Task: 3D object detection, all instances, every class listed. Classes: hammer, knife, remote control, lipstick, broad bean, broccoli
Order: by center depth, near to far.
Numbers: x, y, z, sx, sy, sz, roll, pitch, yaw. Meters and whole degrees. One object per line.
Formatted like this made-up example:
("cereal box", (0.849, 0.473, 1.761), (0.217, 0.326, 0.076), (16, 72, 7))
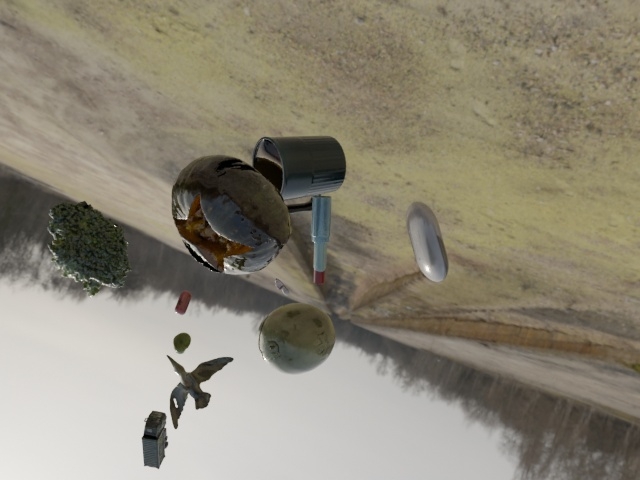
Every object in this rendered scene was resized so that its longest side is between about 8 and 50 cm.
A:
("lipstick", (0.000, 0.000, 1.477), (0.061, 0.273, 0.068), (1, -170, -6))
("broccoli", (-0.745, 0.034, 1.490), (0.246, 0.288, 0.248), (-28, 164, 34))
("hammer", (-0.459, 0.209, 1.592), (0.043, 0.083, 0.043), (8, 147, 5))
("broad bean", (-0.508, 0.374, 1.738), (0.063, 0.083, 0.045), (17, 140, -7))
("remote control", (0.421, 0.005, 1.886), (0.104, 0.331, 0.221), (-16, -174, -9))
("knife", (-0.181, 0.217, 2.206), (0.018, 0.035, 0.247), (58, 176, 24))

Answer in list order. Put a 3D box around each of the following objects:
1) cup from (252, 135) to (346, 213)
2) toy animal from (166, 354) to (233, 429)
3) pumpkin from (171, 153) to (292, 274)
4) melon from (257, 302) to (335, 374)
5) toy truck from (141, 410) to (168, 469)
("cup", (-0.074, -0.252, 1.826), (0.292, 0.307, 0.242), (-13, -169, -33))
("toy animal", (-0.329, 0.344, 1.191), (0.155, 0.219, 0.095), (49, 165, -7))
("pumpkin", (-0.221, -0.060, 1.153), (0.321, 0.192, 0.320), (23, 142, 20))
("melon", (-0.090, 0.373, 1.810), (0.269, 0.268, 0.330), (16, -172, 35))
("toy truck", (-0.787, 0.945, 2.268), (0.088, 0.259, 0.121), (8, -156, 4))
